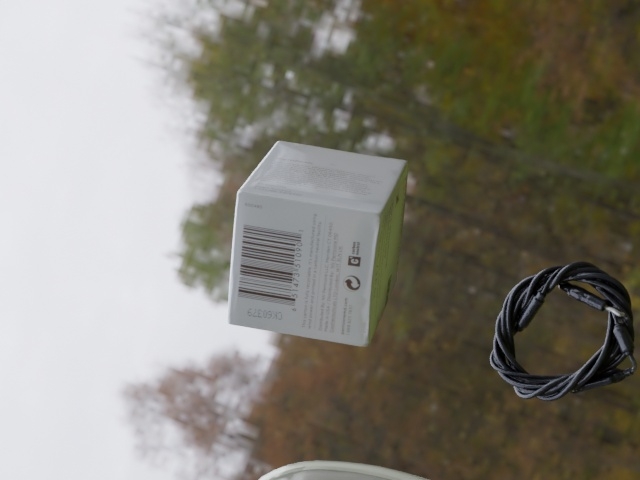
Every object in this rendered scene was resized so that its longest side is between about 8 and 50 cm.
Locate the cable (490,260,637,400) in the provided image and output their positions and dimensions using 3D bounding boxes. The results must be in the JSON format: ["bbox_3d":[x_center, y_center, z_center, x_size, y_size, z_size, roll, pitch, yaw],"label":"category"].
[{"bbox_3d":[0.274,0.107,1.961,0.047,0.184,0.150,-10,-96,-60],"label":"cable"}]

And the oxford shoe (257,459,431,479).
[{"bbox_3d":[0.122,0.312,1.319,0.169,0.449,0.130,-65,-16,14],"label":"oxford shoe"}]

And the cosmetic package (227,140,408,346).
[{"bbox_3d":[0.000,0.000,1.770,0.183,0.151,0.151,-59,-23,-66],"label":"cosmetic package"}]
